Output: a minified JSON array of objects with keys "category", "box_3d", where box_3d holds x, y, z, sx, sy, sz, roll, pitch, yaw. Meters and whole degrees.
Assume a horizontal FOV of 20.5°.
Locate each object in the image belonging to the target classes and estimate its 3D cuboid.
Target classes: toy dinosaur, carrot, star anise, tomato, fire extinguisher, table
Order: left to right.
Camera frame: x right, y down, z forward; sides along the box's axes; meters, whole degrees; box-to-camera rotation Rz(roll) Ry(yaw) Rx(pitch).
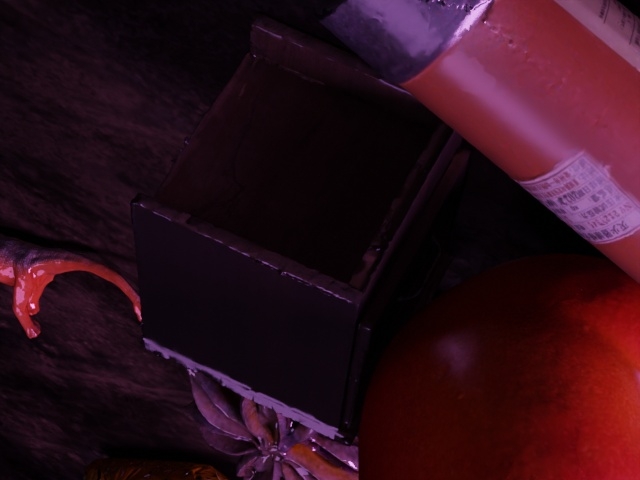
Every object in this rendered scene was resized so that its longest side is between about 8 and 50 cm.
[{"category":"toy dinosaur","box_3d":[-0.262,0.035,1.584,0.280,0.055,0.101,20,128,23]},{"category":"carrot","box_3d":[-0.171,0.262,1.866,0.229,0.069,0.069,-1,139,46]},{"category":"star anise","box_3d":[-0.043,0.164,1.572,0.197,0.073,0.212,3,139,35]},{"category":"table","box_3d":[-0.008,-0.003,1.161,0.172,0.169,0.193,24,151,11]},{"category":"tomato","box_3d":[0.145,0.162,1.096,0.226,0.298,0.298,-21,125,39]},{"category":"fire extinguisher","box_3d":[0.172,-0.059,0.999,0.376,0.113,0.200,38,-166,-12]}]
